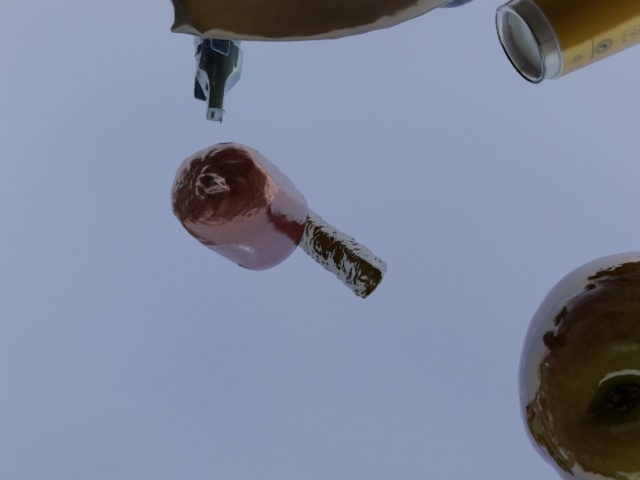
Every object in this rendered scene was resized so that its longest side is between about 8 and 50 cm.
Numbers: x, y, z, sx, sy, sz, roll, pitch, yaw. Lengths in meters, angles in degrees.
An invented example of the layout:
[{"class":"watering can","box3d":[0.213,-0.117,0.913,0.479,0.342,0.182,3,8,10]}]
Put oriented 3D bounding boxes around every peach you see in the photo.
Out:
[{"class":"peach","box3d":[0.442,0.188,1.308,0.370,0.370,0.369,-4,-114,10]}]

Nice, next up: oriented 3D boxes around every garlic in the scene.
[{"class":"garlic","box3d":[0.030,-0.231,0.712,0.318,0.143,0.112,-25,-150,1]}]

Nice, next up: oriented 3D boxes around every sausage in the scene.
[{"class":"sausage","box3d":[-0.100,-0.045,1.276,0.148,0.254,0.148,-4,-101,21]}]

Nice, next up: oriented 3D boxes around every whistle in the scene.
[{"class":"whistle","box3d":[-0.170,-0.321,1.598,0.093,0.180,0.268,8,-114,-15]}]

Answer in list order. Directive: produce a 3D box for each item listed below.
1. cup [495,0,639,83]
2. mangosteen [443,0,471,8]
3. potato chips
[{"class":"cup","box3d":[0.412,-0.354,1.460,0.280,0.196,0.196,-28,-116,-6]},{"class":"mangosteen","box3d":[0.214,-0.501,1.677,0.210,0.210,0.209,-4,-114,10]},{"class":"potato chips","box3d":[0.000,0.000,1.367,0.407,0.080,0.057,38,-75,56]}]
